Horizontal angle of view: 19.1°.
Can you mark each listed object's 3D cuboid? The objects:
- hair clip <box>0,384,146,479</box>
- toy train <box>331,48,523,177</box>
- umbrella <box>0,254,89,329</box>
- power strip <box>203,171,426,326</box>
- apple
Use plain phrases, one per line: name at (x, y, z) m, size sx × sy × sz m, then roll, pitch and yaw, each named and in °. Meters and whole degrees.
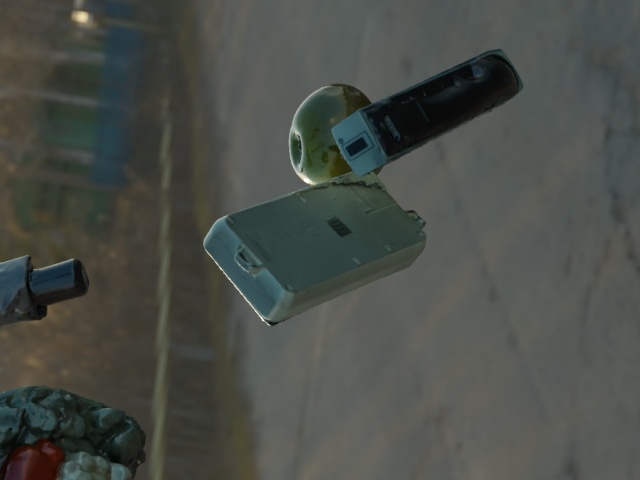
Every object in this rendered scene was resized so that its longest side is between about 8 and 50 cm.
hair clip at (-0.202, 0.253, 1.200) m, size 0.091 × 0.138 × 0.321 m, roll 23°, pitch 91°, yaw 53°
toy train at (0.085, -0.098, 1.402) m, size 0.047 × 0.043 × 0.207 m, roll -30°, pitch -1°, yaw 41°
umbrella at (-0.404, 0.081, 1.971) m, size 0.073 × 0.337 × 0.067 m, roll -104°, pitch -4°, yaw -46°
power strip at (0.000, 0.000, 1.352) m, size 0.192 × 0.081 × 0.035 m, roll -21°, pitch -26°, yaw -50°
apple at (0.014, -0.084, 1.558) m, size 0.089 × 0.074 × 0.089 m, roll 171°, pitch 90°, yaw -72°
